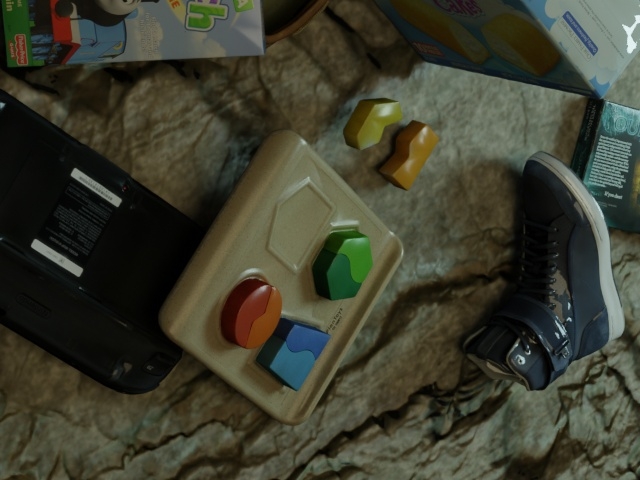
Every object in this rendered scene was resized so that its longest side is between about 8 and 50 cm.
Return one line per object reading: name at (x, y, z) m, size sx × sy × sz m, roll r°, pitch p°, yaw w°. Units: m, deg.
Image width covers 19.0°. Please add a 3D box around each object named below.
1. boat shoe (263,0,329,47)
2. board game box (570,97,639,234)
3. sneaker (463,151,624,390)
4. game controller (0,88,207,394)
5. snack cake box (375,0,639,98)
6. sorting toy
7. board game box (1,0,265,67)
boat shoe at (0.011, -0.291, 1.654) m, size 0.122 × 0.120 × 0.324 m, roll 37°, pitch 82°, yaw -33°
board game box at (0.336, -0.068, 1.962) m, size 0.186 × 0.026 × 0.126 m, roll 12°, pitch 94°, yaw -33°
sneaker at (0.206, 0.041, 1.871) m, size 0.163 × 0.086 × 0.226 m, roll -32°, pitch 117°, yaw -25°
game controller at (-0.224, 0.001, 1.623) m, size 0.319 × 0.067 × 0.166 m, roll 36°, pitch 67°, yaw -33°
snack cake box at (0.147, -0.220, 1.667) m, size 0.152 × 0.264 × 0.089 m, roll 44°, pitch 78°, yaw -31°
sorting toy at (0.000, 0.000, 1.729) m, size 0.307 × 0.041 × 0.229 m, roll -59°, pitch 140°, yaw -10°
board game box at (-0.154, -0.226, 1.555) m, size 0.212 × 0.039 × 0.160 m, roll -3°, pitch 105°, yaw 1°
